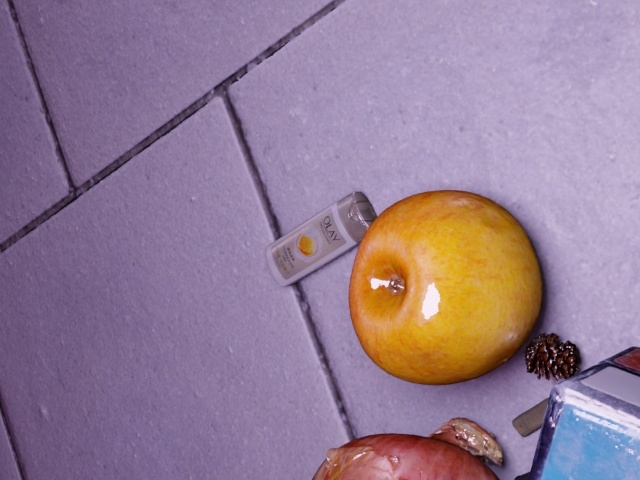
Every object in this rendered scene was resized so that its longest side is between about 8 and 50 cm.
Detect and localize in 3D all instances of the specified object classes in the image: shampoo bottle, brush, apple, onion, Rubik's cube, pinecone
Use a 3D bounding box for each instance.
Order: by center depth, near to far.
[{"bbox_3d":[0.456,0.348,1.164,0.313,0.316,0.318,21,105,33],"label":"Rubik's cube"},{"bbox_3d":[0.177,0.071,1.369,0.299,0.275,0.299,3,95,41],"label":"apple"},{"bbox_3d":[0.350,0.179,1.374,0.083,0.077,0.077,29,111,20],"label":"pinecone"},{"bbox_3d":[0.137,0.440,1.390,0.353,0.353,0.354,4,97,36],"label":"onion"},{"bbox_3d":[0.368,0.245,1.396,0.034,0.027,0.190,52,129,11],"label":"brush"},{"bbox_3d":[0.000,0.000,1.618,0.227,0.056,0.086,-31,77,34],"label":"shampoo bottle"}]

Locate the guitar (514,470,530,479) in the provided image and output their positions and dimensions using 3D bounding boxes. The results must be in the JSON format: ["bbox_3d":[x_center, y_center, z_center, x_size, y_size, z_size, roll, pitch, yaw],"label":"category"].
[{"bbox_3d":[0.355,0.477,1.351,0.038,0.083,0.271,-32,59,32],"label":"guitar"}]
